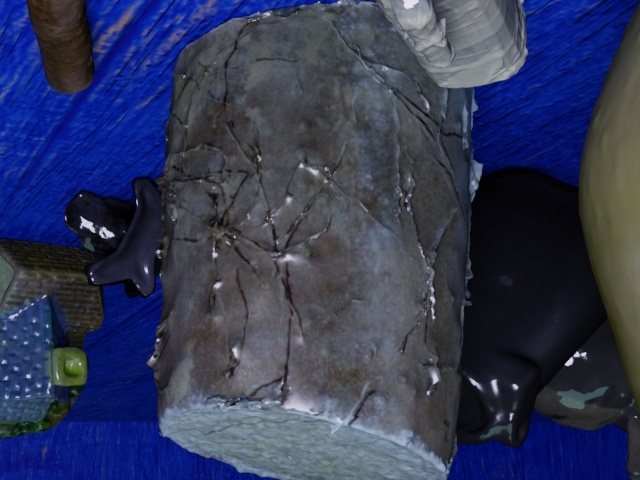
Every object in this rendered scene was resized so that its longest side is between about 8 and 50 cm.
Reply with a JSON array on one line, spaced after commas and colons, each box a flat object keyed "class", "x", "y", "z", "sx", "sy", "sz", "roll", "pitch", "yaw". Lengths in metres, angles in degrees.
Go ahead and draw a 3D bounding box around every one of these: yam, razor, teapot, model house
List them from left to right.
[{"class": "model house", "x": -0.320, "y": 0.113, "z": 1.328, "sx": 0.195, "sy": 0.214, "sz": 0.189, "roll": 12, "pitch": 157, "yaw": -37}, {"class": "yam", "x": -0.168, "y": -0.164, "z": 0.700, "sx": 0.045, "sy": 0.045, "sz": 0.327, "roll": 20, "pitch": 163, "yaw": 0}, {"class": "yam", "x": 0.000, "y": 0.000, "z": 0.851, "sx": 0.241, "sy": 0.348, "sz": 0.241, "roll": 2, "pitch": 154, "yaw": 1}, {"class": "teapot", "x": 0.070, "y": -0.147, "z": 0.701, "sx": 0.077, "sy": 0.107, "sz": 0.200, "roll": -6, "pitch": 164, "yaw": 19}, {"class": "razor", "x": 0.160, "y": 0.042, "z": 1.046, "sx": 0.204, "sy": 0.113, "sz": 0.349, "roll": 20, "pitch": -146, "yaw": 26}]

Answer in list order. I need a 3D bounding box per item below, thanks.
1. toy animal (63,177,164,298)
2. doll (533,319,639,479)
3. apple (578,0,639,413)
[{"class": "toy animal", "x": -0.213, "y": 0.007, "z": 1.209, "sx": 0.117, "sy": 0.121, "sz": 0.210, "roll": 20, "pitch": 166, "yaw": -11}, {"class": "doll", "x": 0.390, "y": 0.090, "z": 1.443, "sx": 0.382, "sy": 0.379, "sz": 0.252, "roll": 27, "pitch": -156, "yaw": 4}, {"class": "apple", "x": 0.359, "y": -0.025, "z": 0.620, "sx": 0.473, "sy": 0.474, "sz": 0.473, "roll": -4, "pitch": 164, "yaw": -1}]
